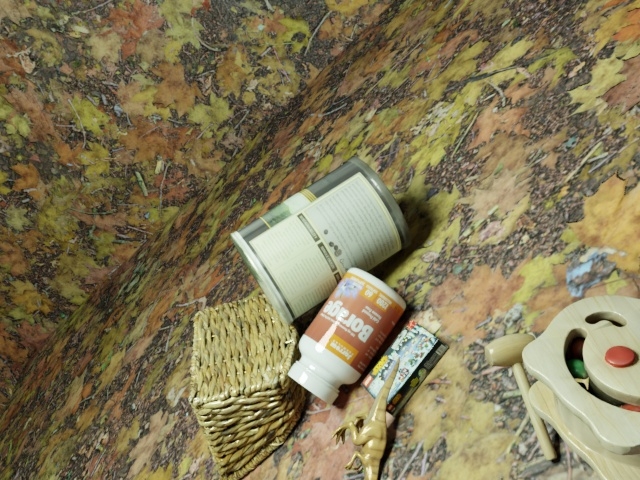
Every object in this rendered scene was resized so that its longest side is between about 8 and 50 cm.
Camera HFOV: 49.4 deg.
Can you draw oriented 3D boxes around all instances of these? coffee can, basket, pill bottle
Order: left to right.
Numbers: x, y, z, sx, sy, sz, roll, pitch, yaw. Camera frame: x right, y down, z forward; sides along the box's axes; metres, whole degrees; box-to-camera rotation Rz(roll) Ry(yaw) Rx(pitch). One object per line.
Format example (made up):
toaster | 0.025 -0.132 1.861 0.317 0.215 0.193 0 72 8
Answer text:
basket | -0.121 0.276 1.353 0.213 0.223 0.299 -14 28 0
coffee can | 0.000 0.000 1.298 0.275 0.202 0.201 -33 22 -9
pill bottle | 0.042 0.164 1.189 0.216 0.121 0.121 -55 24 -9

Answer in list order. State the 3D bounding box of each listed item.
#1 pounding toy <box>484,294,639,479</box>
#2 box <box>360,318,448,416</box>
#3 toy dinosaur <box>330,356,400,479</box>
pounding toy | 0.315 0.170 0.763 0.154 0.155 0.269 -24 32 -9
box | 0.130 0.198 1.098 0.137 0.027 0.094 -52 23 -2
toy dinosaur | 0.079 0.278 1.035 0.112 0.064 0.212 -4 71 52
